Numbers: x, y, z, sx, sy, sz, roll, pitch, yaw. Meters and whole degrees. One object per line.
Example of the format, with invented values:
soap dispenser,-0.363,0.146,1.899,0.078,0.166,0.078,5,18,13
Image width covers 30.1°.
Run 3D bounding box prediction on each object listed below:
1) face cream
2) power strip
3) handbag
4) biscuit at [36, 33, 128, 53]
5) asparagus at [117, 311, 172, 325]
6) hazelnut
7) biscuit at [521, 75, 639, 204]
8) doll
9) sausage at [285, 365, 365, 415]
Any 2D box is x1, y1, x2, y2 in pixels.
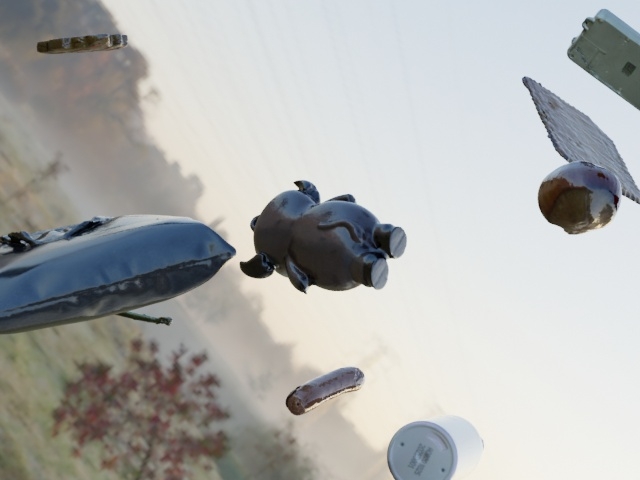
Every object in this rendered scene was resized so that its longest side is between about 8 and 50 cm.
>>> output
face cream,0.176,0.303,1.726,0.102,0.102,0.345,50,6,14
power strip,0.423,-0.230,1.604,0.192,0.081,0.035,36,37,-1
handbag,-0.227,0.027,1.099,0.211,0.254,0.089,-159,-124,-67
biscuit,-0.296,-0.253,1.537,0.119,0.130,0.019,0,-80,34
asparagus,-0.301,0.129,2.010,0.127,0.015,0.018,8,-55,29
hazelnut,0.269,-0.046,1.240,0.086,0.086,0.086,51,-7,8
biscuit,0.455,-0.172,2.058,0.237,0.013,0.232,26,33,-32
doll,0.000,-0.001,1.740,0.257,0.182,0.117,9,-35,41
sausage,0.014,0.211,1.703,0.043,0.043,0.186,50,29,17
